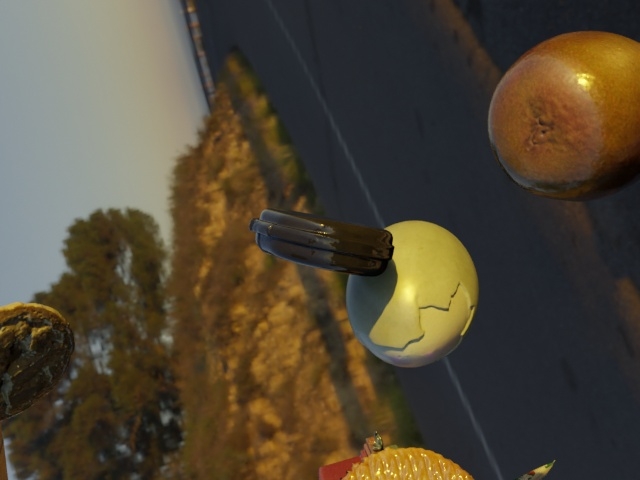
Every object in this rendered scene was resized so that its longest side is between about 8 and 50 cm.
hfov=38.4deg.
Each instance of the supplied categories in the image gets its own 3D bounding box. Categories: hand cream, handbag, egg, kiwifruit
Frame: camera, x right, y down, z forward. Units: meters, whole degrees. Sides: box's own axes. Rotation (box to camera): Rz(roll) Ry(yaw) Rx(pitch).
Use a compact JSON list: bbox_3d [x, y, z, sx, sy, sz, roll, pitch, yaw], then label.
[{"bbox_3d":[0.397,0.547,1.960,0.059,0.276,0.095,51,140,27],"label":"hand cream"},{"bbox_3d":[0.000,0.001,1.751,0.308,0.254,0.093,-163,83,-66],"label":"handbag"},{"bbox_3d":[0.187,0.123,1.900,0.336,0.278,0.278,-69,-27,-49],"label":"egg"},{"bbox_3d":[0.301,-0.140,1.036,0.196,0.234,0.196,16,113,44],"label":"kiwifruit"}]

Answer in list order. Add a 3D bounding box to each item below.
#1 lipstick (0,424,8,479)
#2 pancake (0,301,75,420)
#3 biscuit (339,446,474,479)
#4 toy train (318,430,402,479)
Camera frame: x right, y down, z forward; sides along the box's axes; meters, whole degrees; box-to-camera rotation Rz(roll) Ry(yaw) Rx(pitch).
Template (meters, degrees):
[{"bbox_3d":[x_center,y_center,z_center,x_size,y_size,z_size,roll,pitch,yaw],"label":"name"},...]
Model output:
[{"bbox_3d":[-0.582,0.403,1.569,0.080,0.076,0.371,-93,11,-49],"label":"lipstick"},{"bbox_3d":[-0.335,0.131,0.989,0.028,0.158,0.158,34,151,32],"label":"pancake"},{"bbox_3d":[0.120,0.403,1.237,0.035,0.254,0.254,84,168,-56],"label":"biscuit"},{"bbox_3d":[0.128,0.608,2.067,0.163,0.231,0.369,-114,12,-78],"label":"toy train"}]
